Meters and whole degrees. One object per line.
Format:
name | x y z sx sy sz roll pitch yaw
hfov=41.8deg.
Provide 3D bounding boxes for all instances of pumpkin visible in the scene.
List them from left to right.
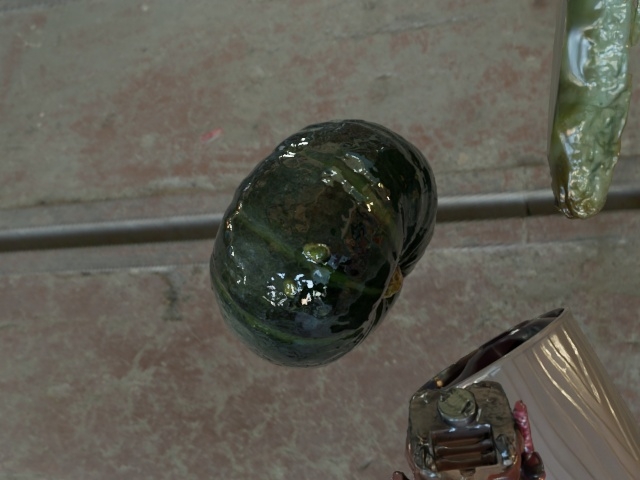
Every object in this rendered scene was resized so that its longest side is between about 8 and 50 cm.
pumpkin | 0.000 0.000 0.933 0.207 0.300 0.300 36 76 12

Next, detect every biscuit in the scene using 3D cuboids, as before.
biscuit | 0.287 -0.191 0.898 0.078 0.329 0.335 5 82 9

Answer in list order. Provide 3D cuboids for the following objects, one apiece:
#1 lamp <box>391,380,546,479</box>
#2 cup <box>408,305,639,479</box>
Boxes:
lamp | 0.129 0.230 0.690 0.118 0.253 0.118 -12 37 9
cup | 0.242 0.241 0.935 0.208 0.288 0.273 -34 84 28
